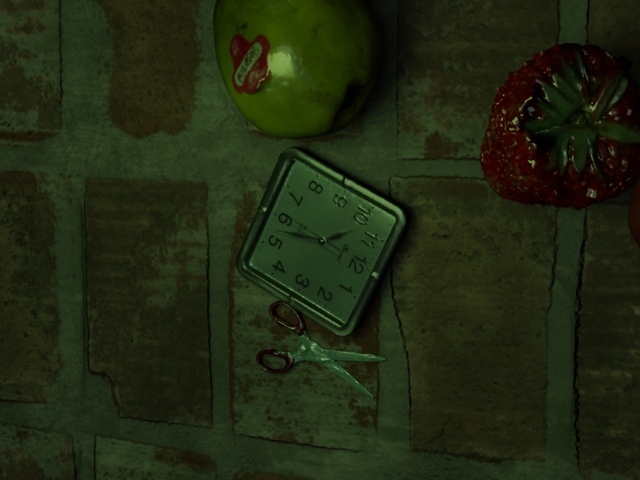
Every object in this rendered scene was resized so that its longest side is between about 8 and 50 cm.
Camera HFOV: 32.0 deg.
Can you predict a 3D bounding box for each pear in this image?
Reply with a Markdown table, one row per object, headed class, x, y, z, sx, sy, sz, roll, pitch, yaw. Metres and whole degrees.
| class | x | y | z | sx | sy | sz | roll | pitch | yaw |
| --- | --- | --- | --- | --- | --- | --- | --- | --- | --- |
| pear | -0.052 | -0.339 | 1.915 | 0.375 | 0.287 | 0.287 | 49 | 114 | 32 |

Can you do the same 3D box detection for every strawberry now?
| class | x | y | z | sx | sy | sz | roll | pitch | yaw |
| --- | --- | --- | --- | --- | --- | --- | --- | --- | --- |
| strawberry | 0.384 | -0.175 | 1.786 | 0.261 | 0.257 | 0.261 | 0 | 91 | -5 |

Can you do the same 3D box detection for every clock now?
| class | x | y | z | sx | sy | sz | roll | pitch | yaw |
| --- | --- | --- | --- | --- | --- | --- | --- | --- | --- |
| clock | 0.000 | 0.000 | 2.049 | 0.279 | 0.049 | 0.273 | 31 | 109 | 17 |

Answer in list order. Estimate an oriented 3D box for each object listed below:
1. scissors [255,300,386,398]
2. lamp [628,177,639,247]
| class | x | y | z | sx | sy | sz | roll | pitch | yaw |
| --- | --- | --- | --- | --- | --- | --- | --- | --- | --- |
| scissors | 0.000 | 0.215 | 2.097 | 0.248 | 0.017 | 0.144 | 20 | 105 | 19 |
| lamp | 0.586 | -0.034 | 1.705 | 0.227 | 0.227 | 0.226 | 3 | 98 | 23 |
